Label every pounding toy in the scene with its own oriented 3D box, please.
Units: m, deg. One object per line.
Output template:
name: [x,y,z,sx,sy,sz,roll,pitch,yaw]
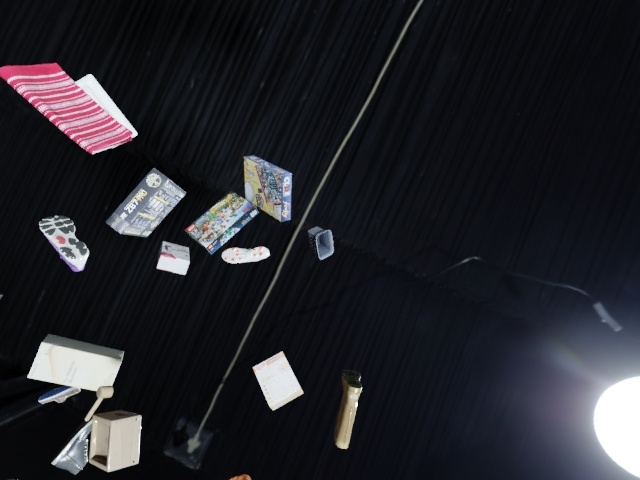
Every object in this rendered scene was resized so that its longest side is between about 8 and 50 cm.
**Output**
pounding toy: [-0.593,0.521,1.146,0.181,0.205,0.094,-11,165,39]

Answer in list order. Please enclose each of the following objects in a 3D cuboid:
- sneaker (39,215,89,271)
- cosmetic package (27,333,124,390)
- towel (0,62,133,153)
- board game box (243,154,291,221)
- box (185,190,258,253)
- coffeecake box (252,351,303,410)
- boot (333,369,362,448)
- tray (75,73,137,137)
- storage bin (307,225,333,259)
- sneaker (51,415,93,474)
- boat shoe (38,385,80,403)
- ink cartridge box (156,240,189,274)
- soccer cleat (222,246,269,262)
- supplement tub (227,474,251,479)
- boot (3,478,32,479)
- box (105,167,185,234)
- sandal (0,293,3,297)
sneaker: [-0.618,0.008,0.958,0.068,0.071,0.170,-20,-119,-43]
cosmetic package: [-1.025,0.523,1.693,0.310,0.160,0.113,21,179,-23]
towel: [-0.652,-0.351,1.049,0.275,0.031,0.198,44,-157,-13]
board game box: [-0.186,-0.184,1.381,0.042,0.164,0.243,-18,-145,-35]
box: [-0.367,-0.072,1.482,0.159,0.233,0.044,31,158,37]
coffeecake box: [-0.180,0.587,1.677,0.185,0.143,0.068,56,166,35]
boot: [0.113,0.747,1.804,0.089,0.269,0.236,12,-176,2]
tray: [-0.879,-0.504,1.593,0.270,0.145,0.030,59,-168,-33]
storage bin: [0.000,0.000,1.815,0.091,0.098,0.135,35,144,44]
sneaker: [-1.019,0.876,1.717,0.118,0.222,0.083,44,159,-19]
boat shoe: [-1.328,0.792,2.041,0.184,0.066,0.066,-18,-156,-27]
ink cartridge box: [-0.527,0.061,1.434,0.100,0.056,0.135,16,-165,-25]
soccer cleat: [-0.304,0.062,1.635,0.197,0.068,0.076,-6,162,10]
supplement tub: [-0.187,0.817,1.063,0.194,0.193,0.316,27,-167,-50]
boot: [-0.880,0.804,1.146,0.094,0.207,0.246,37,167,50]
box: [-0.816,-0.165,1.916,0.097,0.318,0.395,38,174,-5]
sandal: [-1.020,0.189,1.220,0.179,0.067,0.040,-15,127,45]
